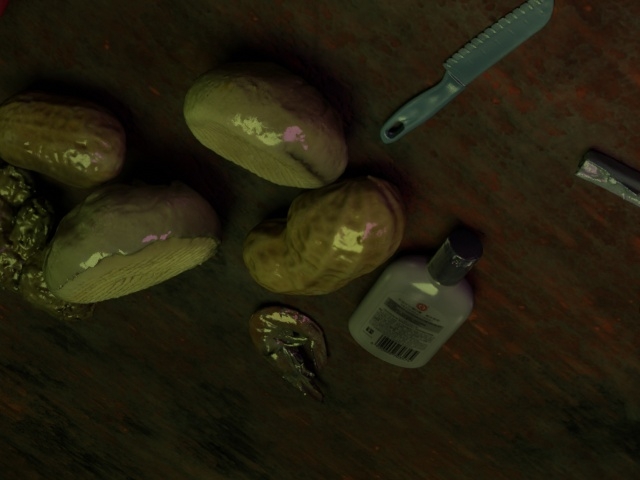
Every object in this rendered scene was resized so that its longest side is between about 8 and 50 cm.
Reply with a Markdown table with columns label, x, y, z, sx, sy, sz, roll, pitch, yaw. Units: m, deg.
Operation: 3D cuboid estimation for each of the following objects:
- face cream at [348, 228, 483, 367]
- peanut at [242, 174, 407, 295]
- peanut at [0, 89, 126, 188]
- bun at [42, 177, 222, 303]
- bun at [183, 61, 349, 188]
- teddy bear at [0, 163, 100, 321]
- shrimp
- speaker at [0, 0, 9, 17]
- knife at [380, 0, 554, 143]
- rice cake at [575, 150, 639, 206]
| label | x | y | z | sx | sy | sz | roll | pitch | yaw |
| --- | --- | --- | --- | --- | --- | --- | --- | --- | --- |
| face cream | 0.145 | 0.083 | 1.475 | 0.144 | 0.071 | 0.291 | 27 | 141 | -2 |
| peanut | 0.000 | 0.000 | 1.426 | 0.147 | 0.147 | 0.305 | 38 | 144 | -14 |
| peanut | -0.377 | -0.149 | 1.467 | 0.224 | 0.129 | 0.129 | 19 | 140 | 13 |
| bun | -0.284 | -0.008 | 1.507 | 0.287 | 0.287 | 0.146 | -35 | 72 | 47 |
| bun | -0.060 | -0.157 | 1.297 | 0.222 | 0.127 | 0.222 | 22 | 170 | 4 |
| teddy bear | -0.467 | 0.028 | 1.686 | 0.256 | 0.156 | 0.267 | 26 | 139 | -1 |
| shrimp | -0.035 | 0.191 | 1.715 | 0.126 | 0.047 | 0.223 | -17 | 123 | 28 |
| speaker | -0.524 | -0.364 | 1.276 | 0.294 | 0.294 | 0.294 | 15 | 139 | 14 |
| knife | 0.165 | -0.199 | 1.206 | 0.044 | 0.019 | 0.313 | 41 | 136 | -13 |
| rice cake | 0.391 | -0.053 | 1.217 | 0.180 | 0.042 | 0.030 | 26 | 138 | 0 |
